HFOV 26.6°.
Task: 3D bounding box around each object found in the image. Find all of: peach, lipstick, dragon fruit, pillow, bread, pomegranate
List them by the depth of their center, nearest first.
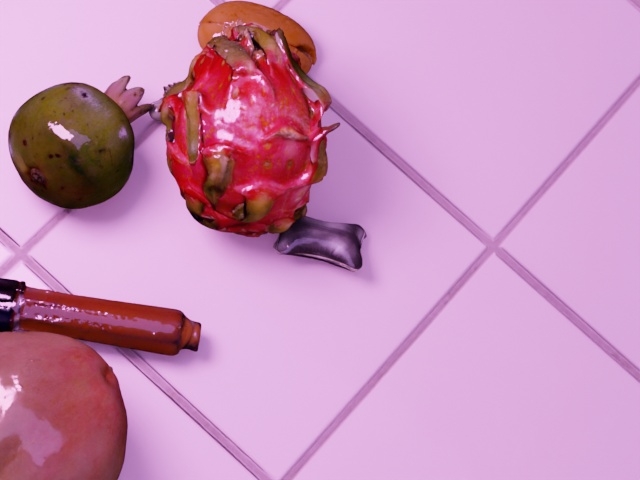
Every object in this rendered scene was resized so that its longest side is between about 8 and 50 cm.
[{"bbox_3d":[-0.389,0.254,1.749,0.292,0.247,0.292,-2,81,11],"label":"peach"},{"bbox_3d":[-0.375,0.102,1.890,0.418,0.077,0.077,10,72,-8],"label":"lipstick"},{"bbox_3d":[-0.105,-0.152,1.920,0.231,0.237,0.302,-12,104,-17],"label":"dragon fruit"},{"bbox_3d":[-0.333,-0.151,1.930,0.187,0.187,0.225,43,55,4],"label":"pomegranate"},{"bbox_3d":[0.001,-0.001,1.998,0.136,0.055,0.091,16,69,-7],"label":"pillow"},{"bbox_3d":[-0.095,-0.307,2.066,0.189,0.077,0.114,16,67,-2],"label":"bread"}]

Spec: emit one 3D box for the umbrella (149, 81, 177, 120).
[{"bbox_3d":[-0.190,-0.211,2.027,0.143,0.062,0.067,-19,97,-20],"label":"umbrella"}]
